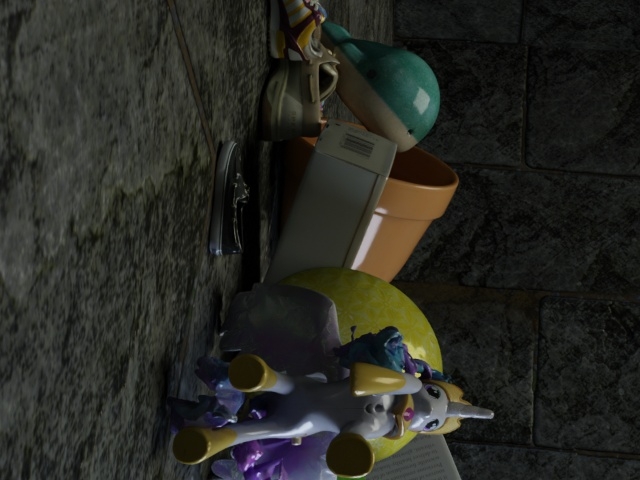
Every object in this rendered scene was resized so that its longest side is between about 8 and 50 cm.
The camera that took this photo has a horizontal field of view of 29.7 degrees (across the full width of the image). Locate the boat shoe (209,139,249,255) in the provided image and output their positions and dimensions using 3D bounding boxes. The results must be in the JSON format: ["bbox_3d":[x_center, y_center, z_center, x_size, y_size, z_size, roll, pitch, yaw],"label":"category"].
[{"bbox_3d":[-0.106,-0.050,1.457,0.049,0.040,0.142,59,36,-79],"label":"boat shoe"}]

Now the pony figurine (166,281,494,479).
[{"bbox_3d":[-0.013,0.194,1.377,0.363,0.351,0.303,11,79,-65],"label":"pony figurine"}]

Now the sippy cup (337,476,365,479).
[{"bbox_3d":[-0.014,0.432,1.601,0.305,0.224,0.240,104,0,-62],"label":"sippy cup"}]

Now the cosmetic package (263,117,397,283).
[{"bbox_3d":[0.000,0.000,1.716,0.160,0.113,0.309,-68,178,-65],"label":"cosmetic package"}]

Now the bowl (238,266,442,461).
[{"bbox_3d":[0.010,0.196,1.615,0.156,0.289,0.289,-56,150,-66],"label":"bowl"}]

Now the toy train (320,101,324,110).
[{"bbox_3d":[-0.020,-0.250,2.080,0.166,0.046,0.125,83,10,-70],"label":"toy train"}]

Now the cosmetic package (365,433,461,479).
[{"bbox_3d":[0.093,0.384,1.950,0.161,0.230,0.453,86,-14,-56],"label":"cosmetic package"}]

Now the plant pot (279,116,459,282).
[{"bbox_3d":[0.056,-0.057,1.967,0.291,0.290,0.203,-67,176,-71],"label":"plant pot"}]

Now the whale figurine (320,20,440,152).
[{"bbox_3d":[0.093,-0.270,1.951,0.216,0.141,0.272,42,12,-52],"label":"whale figurine"}]

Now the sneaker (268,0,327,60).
[{"bbox_3d":[-0.031,-0.348,1.727,0.069,0.083,0.185,-76,169,-55],"label":"sneaker"}]

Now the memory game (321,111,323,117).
[{"bbox_3d":[-0.008,-0.165,2.367,0.186,0.012,0.186,5,90,-83],"label":"memory game"}]

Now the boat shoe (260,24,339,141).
[{"bbox_3d":[-0.020,-0.247,1.827,0.302,0.098,0.109,-77,169,-52],"label":"boat shoe"}]
